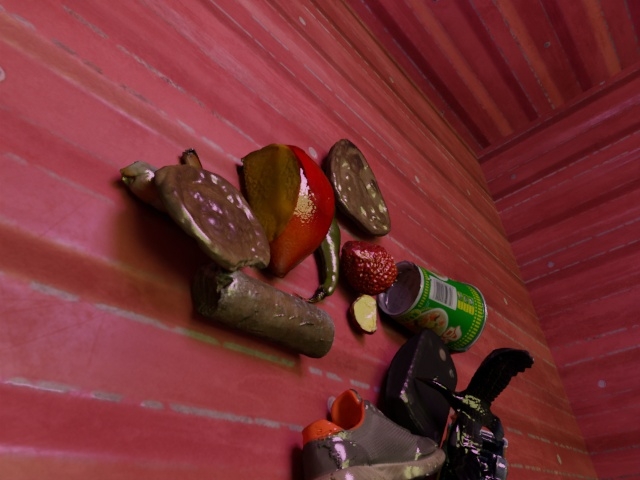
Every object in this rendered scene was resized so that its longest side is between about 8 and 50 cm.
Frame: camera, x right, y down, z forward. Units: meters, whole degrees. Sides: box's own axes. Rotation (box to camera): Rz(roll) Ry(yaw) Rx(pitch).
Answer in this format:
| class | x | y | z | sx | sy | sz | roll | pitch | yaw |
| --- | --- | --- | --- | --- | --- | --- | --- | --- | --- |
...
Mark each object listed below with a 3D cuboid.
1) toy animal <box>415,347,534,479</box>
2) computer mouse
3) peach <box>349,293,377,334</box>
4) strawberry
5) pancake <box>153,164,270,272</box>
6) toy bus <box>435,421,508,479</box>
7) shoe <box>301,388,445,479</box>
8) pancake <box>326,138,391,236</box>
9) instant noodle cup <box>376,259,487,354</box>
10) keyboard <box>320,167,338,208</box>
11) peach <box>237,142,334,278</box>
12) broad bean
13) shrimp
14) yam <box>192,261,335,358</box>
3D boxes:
| class | x | y | z | sx | sy | sz | roll | pitch | yaw |
| --- | --- | --- | --- | --- | --- | --- | --- | --- | --- |
| toy animal | 0.282 | 0.339 | 0.880 | 0.273 | 0.197 | 0.160 | -59 | 146 | -22 |
| computer mouse | 0.215 | 0.326 | 0.986 | 0.170 | 0.100 | 0.269 | 55 | 38 | -9 |
| peach | 0.100 | 0.169 | 0.992 | 0.077 | 0.050 | 0.083 | -32 | 82 | -36 |
| strawberry | 0.107 | 0.052 | 1.022 | 0.131 | 0.131 | 0.148 | -72 | 146 | -51 |
| pancake | -0.158 | -0.040 | 0.695 | 0.236 | 0.042 | 0.223 | 29 | 30 | -55 |
| toy bus | 0.285 | 0.512 | 0.862 | 0.275 | 0.138 | 0.167 | -40 | 134 | -58 |
| shoe | 0.082 | 0.349 | 0.770 | 0.336 | 0.132 | 0.171 | 16 | 43 | -46 |
| pancake | 0.104 | -0.145 | 1.224 | 0.294 | 0.049 | 0.295 | 35 | 43 | -40 |
| instant noodle cup | 0.276 | 0.164 | 1.131 | 0.232 | 0.207 | 0.207 | 29 | 43 | -31 |
| keyboard | 0.077 | -0.105 | 1.216 | 0.262 | 0.016 | 0.106 | 32 | 42 | -40 |
| peach | -0.049 | -0.062 | 0.867 | 0.158 | 0.153 | 0.268 | 25 | 46 | -46 |
| broad bean | 0.007 | 0.007 | 0.989 | 0.098 | 0.055 | 0.318 | 41 | 38 | -30 |
| shrimp | -0.245 | -0.114 | 0.731 | 0.161 | 0.049 | 0.166 | 34 | 39 | -41 |
| yam | -0.089 | 0.119 | 0.727 | 0.259 | 0.093 | 0.093 | 32 | 42 | -39 |
